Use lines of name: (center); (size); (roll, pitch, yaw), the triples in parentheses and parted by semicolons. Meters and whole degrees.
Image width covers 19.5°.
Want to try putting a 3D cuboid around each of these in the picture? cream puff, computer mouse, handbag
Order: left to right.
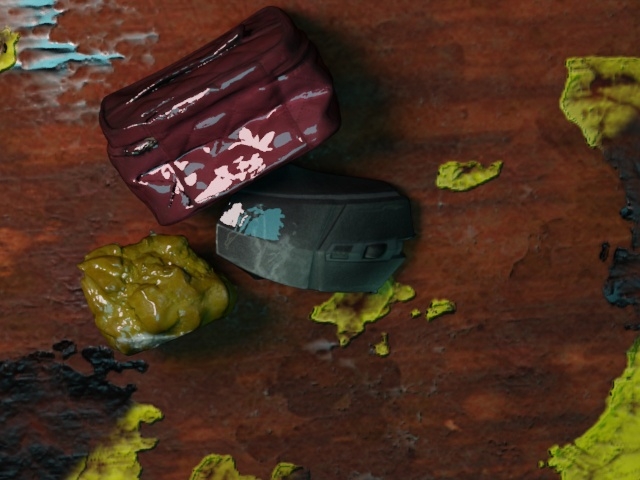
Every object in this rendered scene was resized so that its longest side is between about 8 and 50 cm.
cream puff: (-0.165, 0.046, 1.851); (0.146, 0.146, 0.116); (-25, 91, 4)
handbag: (-0.097, -0.122, 1.793); (0.225, 0.146, 0.135); (-27, 112, 4)
computer mouse: (0.002, -0.001, 1.845); (0.231, 0.071, 0.126); (9, 109, -30)
